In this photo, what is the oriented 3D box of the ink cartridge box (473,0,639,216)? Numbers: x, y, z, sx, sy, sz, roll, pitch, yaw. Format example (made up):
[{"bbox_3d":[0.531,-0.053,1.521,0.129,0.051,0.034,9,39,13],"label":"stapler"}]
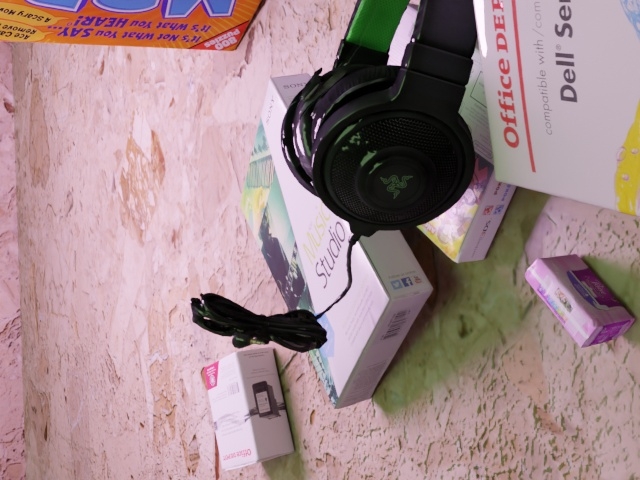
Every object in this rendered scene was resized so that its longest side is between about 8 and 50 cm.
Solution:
[{"bbox_3d":[0.210,-0.126,0.504,0.353,0.119,0.207,22,132,51],"label":"ink cartridge box"}]

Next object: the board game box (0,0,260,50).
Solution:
[{"bbox_3d":[-0.255,-0.498,1.036,0.356,0.356,0.356,-47,55,51],"label":"board game box"}]

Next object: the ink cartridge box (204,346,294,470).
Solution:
[{"bbox_3d":[-0.102,0.236,1.144,0.109,0.063,0.150,-32,67,51],"label":"ink cartridge box"}]

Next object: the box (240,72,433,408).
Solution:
[{"bbox_3d":[0.000,0.000,0.947,0.322,0.058,0.232,64,152,31],"label":"box"}]

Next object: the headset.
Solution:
[{"bbox_3d":[0.017,-0.089,0.712,0.243,0.185,0.394,-130,54,-73],"label":"headset"}]

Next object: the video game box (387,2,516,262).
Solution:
[{"bbox_3d":[0.121,-0.110,0.812,0.205,0.048,0.187,49,129,42],"label":"video game box"}]

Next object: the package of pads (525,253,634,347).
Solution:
[{"bbox_3d":[0.215,0.048,0.683,0.083,0.050,0.032,57,141,36],"label":"package of pads"}]
